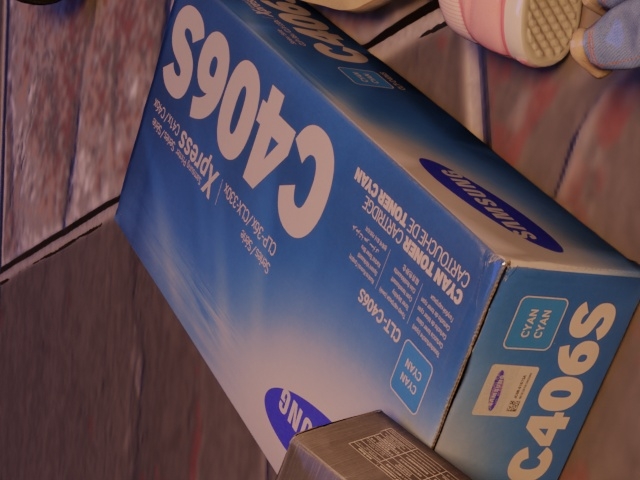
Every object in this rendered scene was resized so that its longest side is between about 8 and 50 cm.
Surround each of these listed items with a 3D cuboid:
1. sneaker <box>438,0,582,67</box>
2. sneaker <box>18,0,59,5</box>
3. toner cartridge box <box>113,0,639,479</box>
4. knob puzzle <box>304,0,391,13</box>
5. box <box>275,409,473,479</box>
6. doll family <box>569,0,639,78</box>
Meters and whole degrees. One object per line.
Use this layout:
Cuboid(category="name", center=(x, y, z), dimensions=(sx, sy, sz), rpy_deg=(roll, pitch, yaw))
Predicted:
Cuboid(category="sneaker", center=(0.083, -0.145, 0.545), dimensions=(0.070, 0.051, 0.134), rpy_deg=(26, 111, 52))
Cuboid(category="sneaker", center=(-0.166, -0.282, 0.920), dimensions=(0.341, 0.125, 0.139), rpy_deg=(-54, 46, 43))
Cuboid(category="toner cartridge box", center=(0.000, 0.000, 0.634), dimensions=(0.348, 0.075, 0.165), rpy_deg=(48, 126, 52))
Cuboid(category="knob puzzle", center=(0.037, -0.199, 0.653), dimensions=(0.213, 0.030, 0.213), rpy_deg=(-19, 68, 56))
Cuboid(category="box", center=(0.057, 0.198, 0.444), dimensions=(0.231, 0.056, 0.183), rpy_deg=(35, 117, 32))
Cuboid(category="doll family", center=(0.145, -0.131, 0.426), dimensions=(0.111, 0.076, 0.193), rpy_deg=(5, 94, 55))
